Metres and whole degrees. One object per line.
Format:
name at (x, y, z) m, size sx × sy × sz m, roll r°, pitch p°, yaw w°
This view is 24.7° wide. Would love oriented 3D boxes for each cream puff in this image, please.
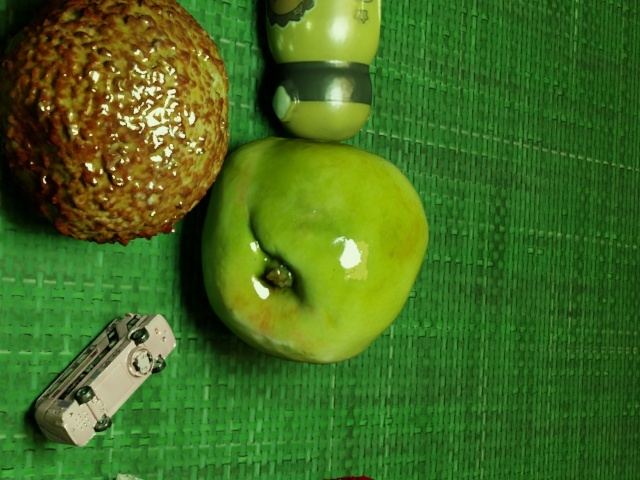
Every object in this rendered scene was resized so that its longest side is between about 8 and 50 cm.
cream puff at (-0.233, -0.157, 1.750) m, size 0.350 × 0.229 × 0.350 m, roll 5°, pitch 84°, yaw -49°

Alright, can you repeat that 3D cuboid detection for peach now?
peach at (-0.002, 0.007, 1.974) m, size 0.316 × 0.282 × 0.314 m, roll -13°, pitch 94°, yaw -56°

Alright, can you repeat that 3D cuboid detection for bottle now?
bottle at (0.006, -0.312, 2.062) m, size 0.171 × 0.172 × 0.351 m, roll 2°, pitch 88°, yaw -49°

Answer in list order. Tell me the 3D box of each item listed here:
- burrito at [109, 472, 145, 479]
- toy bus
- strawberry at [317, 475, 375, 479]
burrito at (-0.203, 0.357, 1.908) m, size 0.203 × 0.064 × 0.064 m, roll 32°, pitch 67°, yaw -43°
toy bus at (-0.268, 0.169, 1.810) m, size 0.203 × 0.090 × 0.063 m, roll -48°, pitch 124°, yaw -37°
strawberry at (0.039, 0.473, 2.071) m, size 0.257 × 0.257 × 0.277 m, roll -69°, pitch 151°, yaw -23°
